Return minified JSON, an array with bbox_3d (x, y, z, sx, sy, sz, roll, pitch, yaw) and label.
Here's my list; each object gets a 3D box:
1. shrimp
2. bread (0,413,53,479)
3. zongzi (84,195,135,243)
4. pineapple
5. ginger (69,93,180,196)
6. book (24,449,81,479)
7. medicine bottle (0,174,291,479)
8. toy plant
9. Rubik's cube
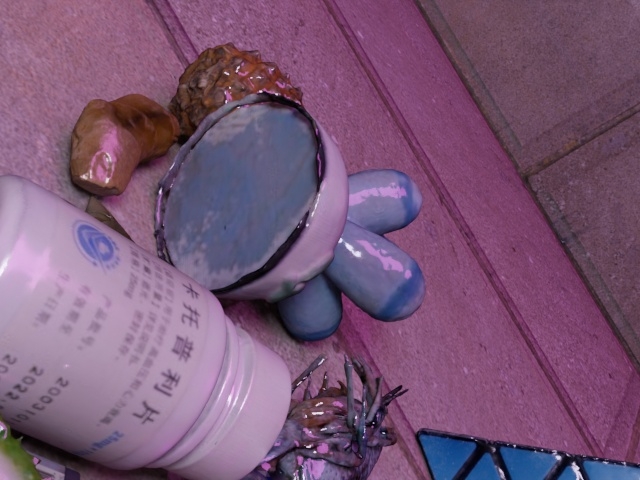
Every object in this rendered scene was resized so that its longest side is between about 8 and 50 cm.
[{"bbox_3d":[0.013,0.194,0.857,0.137,0.172,0.372,51,34,-1],"label":"shrimp"},{"bbox_3d":[-0.303,0.154,0.384,0.366,0.129,0.382,21,51,-35],"label":"bread"},{"bbox_3d":[-0.180,0.036,0.839,0.154,0.062,0.130,45,17,-36],"label":"zongzi"},{"bbox_3d":[-0.092,-0.156,1.065,0.193,0.166,0.166,32,37,-41],"label":"pineapple"},{"bbox_3d":[-0.216,-0.107,0.903,0.095,0.069,0.190,49,29,-5],"label":"ginger"},{"bbox_3d":[-0.271,0.190,0.554,0.231,0.026,0.157,37,32,-33],"label":"book"},{"bbox_3d":[-0.170,0.088,0.668,0.293,0.170,0.170,38,33,-35],"label":"medicine bottle"},{"bbox_3d":[0.000,0.000,0.990,0.332,0.247,0.247,31,37,-47],"label":"toy plant"},{"bbox_3d":[0.282,0.377,1.131,0.229,0.228,0.233,-148,-127,-62],"label":"Rubik's cube"}]
